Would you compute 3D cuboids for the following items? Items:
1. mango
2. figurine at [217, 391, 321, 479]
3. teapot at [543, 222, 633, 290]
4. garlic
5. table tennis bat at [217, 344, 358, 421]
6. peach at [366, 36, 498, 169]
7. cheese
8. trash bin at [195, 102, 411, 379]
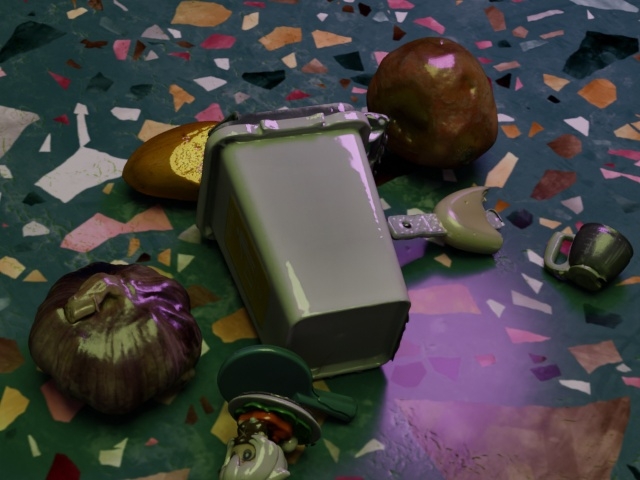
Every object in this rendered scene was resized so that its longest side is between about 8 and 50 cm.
[{"bbox_3d":[-0.210,-0.120,1.865,0.217,0.102,0.141,-12,69,-15],"label":"mango"},{"bbox_3d":[-0.076,0.288,1.483,0.132,0.132,0.154,15,58,7],"label":"figurine"},{"bbox_3d":[0.419,0.033,1.828,0.092,0.124,0.091,46,64,-19],"label":"teapot"},{"bbox_3d":[-0.278,0.112,1.584,0.244,0.161,0.245,4,36,-3],"label":"garlic"},{"bbox_3d":[-0.042,0.202,1.572,0.201,0.124,0.033,20,34,-18],"label":"table tennis bat"},{"bbox_3d":[0.196,-0.222,1.947,0.214,0.214,0.235,-19,58,-24],"label":"peach"},{"bbox_3d":[0.197,-0.029,1.835,0.235,0.050,0.127,-3,53,-34],"label":"cheese"},{"bbox_3d":[0.000,0.000,1.687,0.295,0.256,0.368,-8,54,-19],"label":"trash bin"}]
